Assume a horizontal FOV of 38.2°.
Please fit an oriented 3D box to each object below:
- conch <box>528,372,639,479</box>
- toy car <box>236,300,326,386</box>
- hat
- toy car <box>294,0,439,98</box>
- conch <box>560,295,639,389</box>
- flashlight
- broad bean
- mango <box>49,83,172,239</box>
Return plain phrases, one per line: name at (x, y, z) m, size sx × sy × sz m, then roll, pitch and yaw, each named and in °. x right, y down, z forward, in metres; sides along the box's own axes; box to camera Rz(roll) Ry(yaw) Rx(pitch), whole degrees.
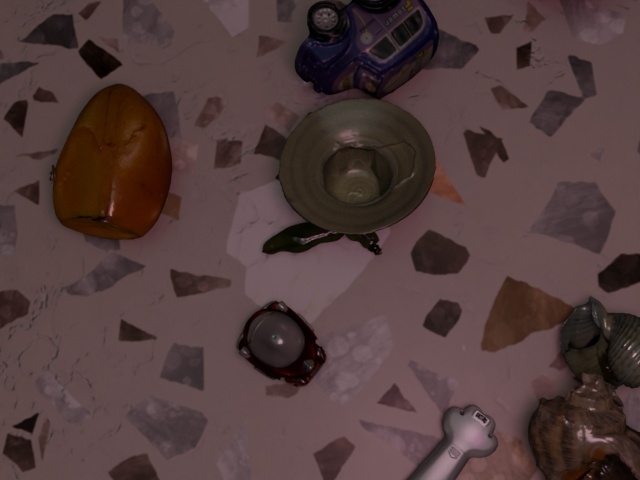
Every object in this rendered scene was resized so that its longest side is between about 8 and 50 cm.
conch at (0.410, 0.329, 1.347) m, size 0.210 × 0.159 × 0.291 m, roll 12°, pitch 118°, yaw 39°
toy car at (-0.061, 0.160, 1.433) m, size 0.139 × 0.112 × 0.112 m, roll 37°, pitch 82°, yaw 11°
hat at (0.059, -0.097, 1.483) m, size 0.251 × 0.110 × 0.252 m, roll -3°, pitch 63°, yaw 5°
toy car at (0.078, -0.315, 1.497) m, size 0.235 × 0.172 × 0.158 m, roll -36°, pitch 78°, yaw -6°
conch at (0.447, 0.170, 1.408) m, size 0.135 × 0.102 × 0.153 m, roll -43°, pitch 46°, yaw 5°
flashlight at (0.190, 0.342, 1.414) m, size 0.093 × 0.047 × 0.200 m, roll 38°, pitch 85°, yaw 11°
broad bean at (0.003, -0.008, 1.501) m, size 0.195 × 0.046 × 0.061 m, roll 1°, pitch 75°, yaw 2°
mango at (-0.327, -0.133, 1.504) m, size 0.187 × 0.138 × 0.257 m, roll 5°, pitch 73°, yaw 23°
